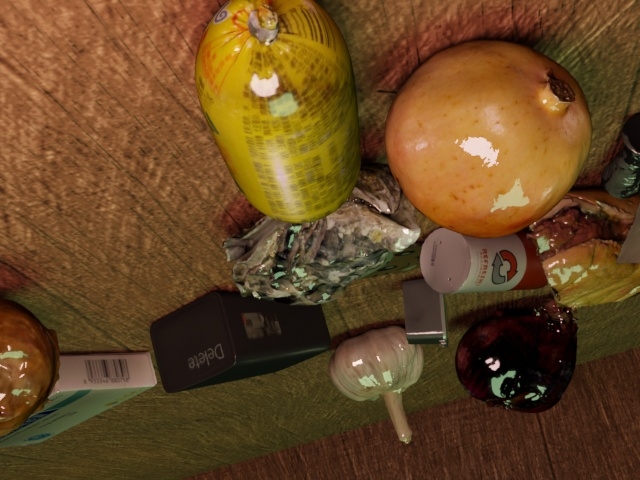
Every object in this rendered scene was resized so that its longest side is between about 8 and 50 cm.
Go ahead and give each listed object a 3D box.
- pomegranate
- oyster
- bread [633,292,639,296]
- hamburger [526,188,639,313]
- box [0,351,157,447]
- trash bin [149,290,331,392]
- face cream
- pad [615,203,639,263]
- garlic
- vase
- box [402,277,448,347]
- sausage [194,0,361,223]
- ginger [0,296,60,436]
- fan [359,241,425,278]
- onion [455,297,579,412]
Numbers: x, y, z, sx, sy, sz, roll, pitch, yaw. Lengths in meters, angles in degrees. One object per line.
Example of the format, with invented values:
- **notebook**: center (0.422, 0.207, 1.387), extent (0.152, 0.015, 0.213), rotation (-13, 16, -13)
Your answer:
- **pomegranate**: center (0.157, -0.097, 0.996), extent (0.191, 0.191, 0.191), rotation (-14, 163, -4)
- **oyster**: center (0.004, -0.003, 1.230), extent (0.162, 0.158, 0.351), rotation (-45, -166, -29)
- **bread**: center (0.589, 0.010, 1.810), extent (0.184, 0.114, 0.275), rotation (-13, 165, -6)
- **hamburger**: center (0.398, 0.007, 1.560), extent (0.245, 0.155, 0.282), rotation (-18, 159, -4)
- **box**: center (-0.458, 0.270, 1.790), extent (0.343, 0.065, 0.200), rotation (-28, 159, 36)
- **trash bin**: center (-0.115, 0.152, 1.643), extent (0.165, 0.115, 0.225), rotation (-28, 161, 37)
- **face cream**: center (0.255, 0.029, 1.601), extent (0.214, 0.096, 0.096), rotation (0, 157, -42)
- **pad**: center (0.464, -0.052, 1.462), extent (0.113, 0.006, 0.188), rotation (1, 113, -46)
- **garlic**: center (0.120, 0.288, 2.086), extent (0.199, 0.226, 0.199), rotation (-17, 168, -4)
- **vase**: center (0.400, -0.105, 1.369), extent (0.059, 0.059, 0.167), rotation (-16, 163, 1)
- **box**: center (0.174, 0.118, 1.784), extent (0.069, 0.122, 0.084), rotation (-5, 163, 8)
- **sausage**: center (-0.030, -0.102, 0.895), extent (0.123, 0.123, 0.347), rotation (-15, 162, 0)
- **ginger**: center (-0.448, 0.177, 1.339), extent (0.418, 0.176, 0.254), rotation (-25, 168, 34)
- **fan**: center (0.079, 0.035, 1.617), extent (0.226, 0.008, 0.152), rotation (-9, 162, -24)
- **onion**: center (0.396, 0.246, 2.223), extent (0.281, 0.221, 0.281), rotation (-17, 135, -17)
